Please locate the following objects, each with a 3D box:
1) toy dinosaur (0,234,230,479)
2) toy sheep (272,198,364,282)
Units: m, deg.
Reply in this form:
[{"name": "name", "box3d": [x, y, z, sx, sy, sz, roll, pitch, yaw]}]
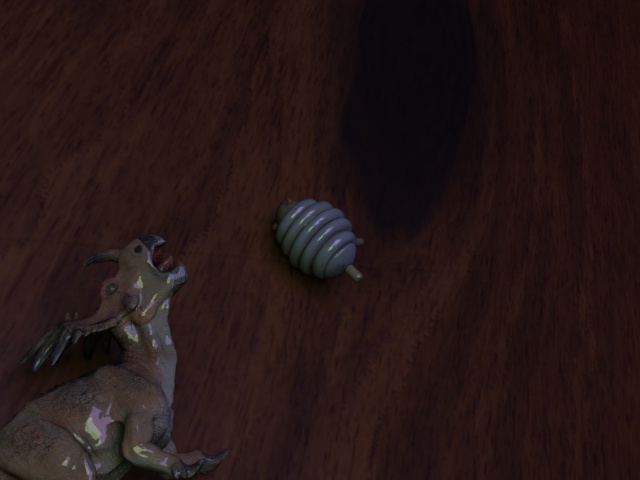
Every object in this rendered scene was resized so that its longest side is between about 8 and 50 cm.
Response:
[{"name": "toy dinosaur", "box3d": [-0.197, 0.150, 0.719, 0.200, 0.127, 0.296, 42, 55, 9]}, {"name": "toy sheep", "box3d": [0.000, 0.000, 1.000, 0.132, 0.091, 0.091, 38, 40, 22]}]
